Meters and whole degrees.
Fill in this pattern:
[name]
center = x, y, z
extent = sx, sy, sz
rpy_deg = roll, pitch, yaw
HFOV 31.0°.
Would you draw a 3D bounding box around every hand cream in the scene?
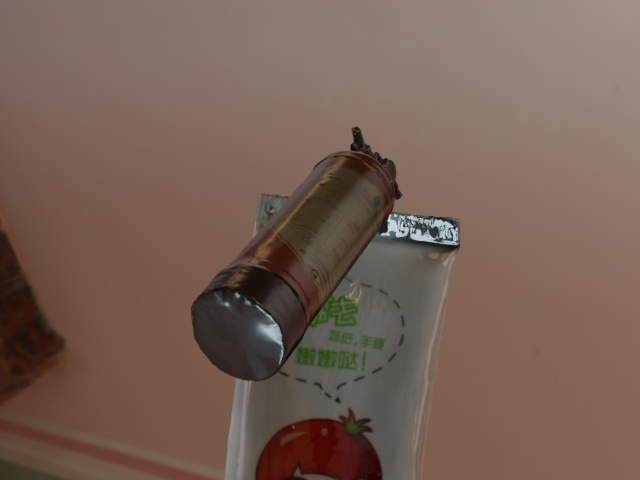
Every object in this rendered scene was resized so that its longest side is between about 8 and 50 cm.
[hand cream]
center = -0.002, 0.140, 0.628
extent = 0.121, 0.336, 0.076
rpy_deg = 6, 167, 11

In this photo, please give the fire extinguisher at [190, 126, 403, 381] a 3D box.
[fire extinguisher]
center = 0.000, 0.000, 0.564
extent = 0.050, 0.062, 0.177
rpy_deg = -4, -152, 31
